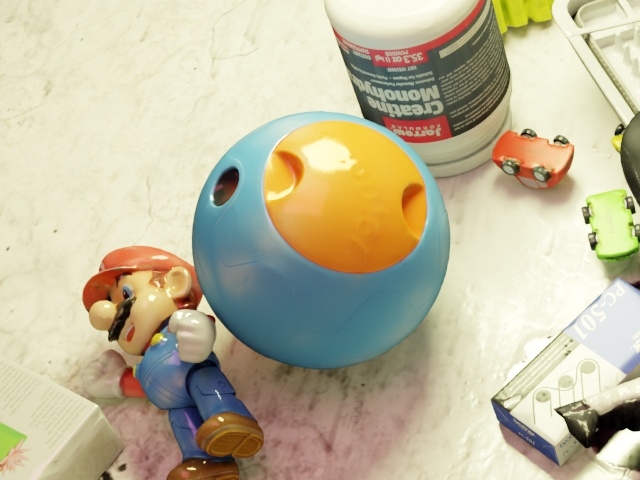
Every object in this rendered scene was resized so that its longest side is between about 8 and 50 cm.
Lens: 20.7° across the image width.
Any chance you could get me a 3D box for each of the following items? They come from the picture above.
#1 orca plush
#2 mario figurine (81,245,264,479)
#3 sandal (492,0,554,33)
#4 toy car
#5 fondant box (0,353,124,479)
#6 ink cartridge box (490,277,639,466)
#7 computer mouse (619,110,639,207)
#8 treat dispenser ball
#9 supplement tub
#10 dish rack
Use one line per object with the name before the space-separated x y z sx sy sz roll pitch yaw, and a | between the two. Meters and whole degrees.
orca plush | 0.393 0.172 1.797 0.287 0.151 0.102 -17 84 -22
mario figurine | -0.194 0.136 1.980 0.198 0.170 0.320 -35 53 6
sandal | 0.189 -0.321 2.281 0.317 0.126 0.138 -19 44 -8
toy car | 0.330 -0.055 2.045 0.239 0.053 0.225 -13 49 10
fondant box | -0.430 0.242 2.030 0.330 0.096 0.238 22 61 33
ink cartridge box | 0.292 0.140 1.898 0.207 0.046 0.097 -42 52 -17
computer mouse | 0.412 -0.035 1.856 0.189 0.072 0.272 -22 75 -2
treat dispenser ball | 0.000 0.000 1.954 0.288 0.288 0.288 -10 49 11
supplement tub | 0.125 -0.225 2.109 0.191 0.272 0.191 -10 49 12
dish rack | 0.452 -0.207 2.059 0.286 0.072 0.332 -16 45 -8
